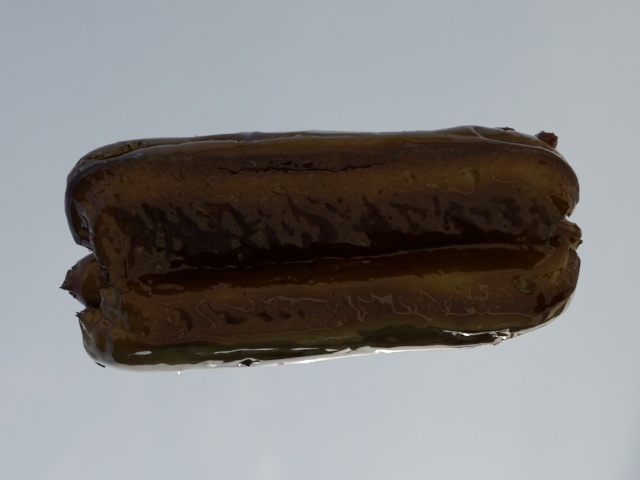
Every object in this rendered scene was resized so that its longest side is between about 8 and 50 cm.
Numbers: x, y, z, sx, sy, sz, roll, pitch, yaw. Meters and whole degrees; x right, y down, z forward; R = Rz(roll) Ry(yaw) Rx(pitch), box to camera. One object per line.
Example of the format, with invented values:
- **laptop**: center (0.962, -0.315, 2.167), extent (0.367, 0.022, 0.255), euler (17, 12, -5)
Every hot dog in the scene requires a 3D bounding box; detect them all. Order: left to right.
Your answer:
- **hot dog**: center (0.000, 0.000, 1.309), extent (0.117, 0.349, 0.158), euler (-110, 16, -81)
